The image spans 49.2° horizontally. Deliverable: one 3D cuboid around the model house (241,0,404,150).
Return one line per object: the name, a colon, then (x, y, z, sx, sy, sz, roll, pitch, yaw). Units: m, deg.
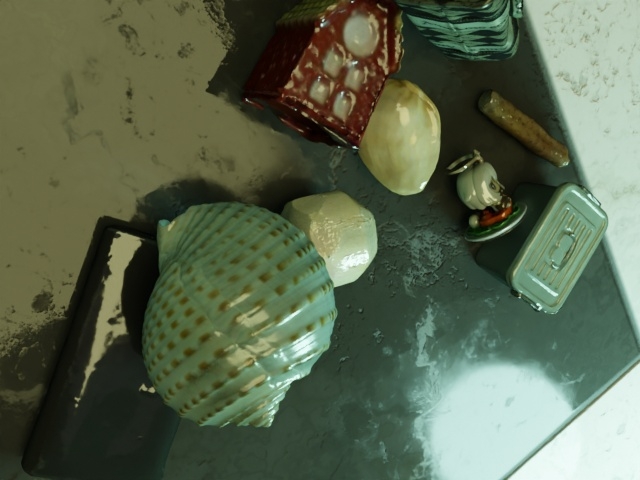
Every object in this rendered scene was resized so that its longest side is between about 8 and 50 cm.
model house: (0.015, -0.286, 1.060, 0.160, 0.196, 0.254, 23, 92, -26)

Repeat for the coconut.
coconut: (0.001, -0.002, 1.144, 0.162, 0.161, 0.161, -13, 109, -30)

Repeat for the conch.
conch: (-0.123, 0.114, 1.003, 0.302, 0.215, 0.319, -26, 110, 2)

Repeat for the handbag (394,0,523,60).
handbag: (0.224, -0.453, 1.024, 0.180, 0.416, 0.317, 9, 96, 18)

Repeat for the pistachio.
pistachio: (0.133, -0.179, 1.194, 0.145, 0.117, 0.201, -5, 119, 15)

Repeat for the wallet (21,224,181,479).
wallet: (-0.298, 0.193, 1.112, 0.228, 0.062, 0.406, 19, 94, -28)

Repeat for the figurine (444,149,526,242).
figurine: (0.291, -0.088, 1.296, 0.132, 0.132, 0.154, -35, 103, -13)

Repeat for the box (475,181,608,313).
box: (0.424, 0.003, 1.364, 0.163, 0.135, 0.243, 31, 88, -30)

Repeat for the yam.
yam: (0.393, -0.212, 1.337, 0.241, 0.057, 0.057, 30, 89, -27)
